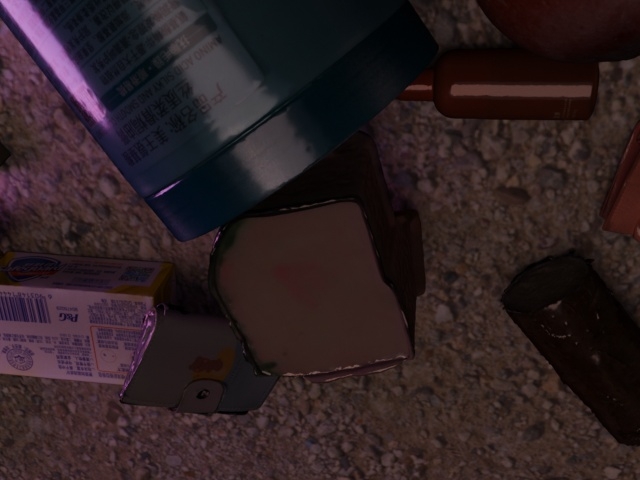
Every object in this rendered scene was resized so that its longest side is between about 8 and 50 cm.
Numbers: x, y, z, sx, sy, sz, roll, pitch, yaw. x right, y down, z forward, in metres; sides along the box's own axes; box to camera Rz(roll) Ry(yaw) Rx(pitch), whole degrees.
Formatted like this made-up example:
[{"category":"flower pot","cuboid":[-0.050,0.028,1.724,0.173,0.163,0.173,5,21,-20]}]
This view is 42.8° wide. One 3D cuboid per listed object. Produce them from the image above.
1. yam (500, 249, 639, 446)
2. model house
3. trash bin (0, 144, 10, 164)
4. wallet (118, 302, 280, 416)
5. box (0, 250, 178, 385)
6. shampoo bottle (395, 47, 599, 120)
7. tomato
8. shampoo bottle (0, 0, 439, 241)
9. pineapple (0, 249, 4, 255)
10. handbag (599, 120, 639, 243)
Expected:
[{"category":"yam","cuboid":[0.361,0.142,1.059,0.131,0.131,0.280,-34,110,25]},{"category":"model house","cuboid":[0.000,0.000,0.968,0.202,0.237,0.237,-13,120,18]},{"category":"trash bin","cuboid":[-0.472,-0.125,1.096,0.061,0.043,0.092,-37,111,25]},{"category":"wallet","cuboid":[-0.156,0.168,1.136,0.230,0.069,0.170,12,114,-33]},{"category":"box","cuboid":[-0.341,0.113,1.174,0.265,0.097,0.168,3,120,9]},{"category":"shampoo bottle","cuboid":[0.186,-0.180,0.929,0.244,0.085,0.086,4,120,10]},{"category":"tomato","cuboid":[0.262,-0.278,0.748,0.270,0.270,0.227,-9,86,14]},{"category":"shampoo bottle","cuboid":[-0.116,-0.230,0.793,0.331,0.331,0.343,-32,104,24]},{"category":"pineapple","cuboid":[-0.533,0.021,1.142,0.233,0.135,0.080,-24,104,12]},{"category":"handbag","cuboid":[0.459,-0.052,0.967,0.212,0.059,0.157,14,120,1]}]
